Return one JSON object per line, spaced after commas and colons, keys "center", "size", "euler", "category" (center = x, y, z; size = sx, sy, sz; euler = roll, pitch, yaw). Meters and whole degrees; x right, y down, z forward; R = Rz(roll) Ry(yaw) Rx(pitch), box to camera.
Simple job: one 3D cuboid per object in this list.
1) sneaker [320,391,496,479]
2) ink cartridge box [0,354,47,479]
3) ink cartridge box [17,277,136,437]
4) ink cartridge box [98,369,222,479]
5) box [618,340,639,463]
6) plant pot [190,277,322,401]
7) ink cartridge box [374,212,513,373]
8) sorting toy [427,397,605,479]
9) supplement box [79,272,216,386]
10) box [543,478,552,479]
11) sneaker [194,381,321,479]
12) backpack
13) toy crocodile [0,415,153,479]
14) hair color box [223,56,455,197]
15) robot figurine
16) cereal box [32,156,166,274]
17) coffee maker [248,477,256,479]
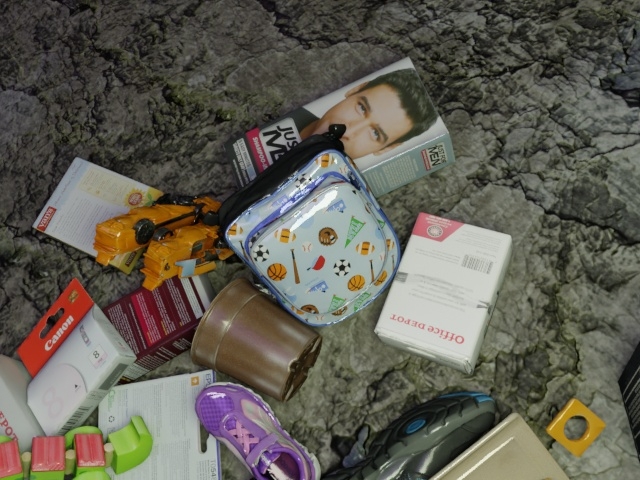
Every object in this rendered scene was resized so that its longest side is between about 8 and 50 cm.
{"center": [0.131, 0.355, 1.079], "size": [0.341, 0.125, 0.140], "euler": [-35, 92, -5], "category": "sneaker"}
{"center": [-0.622, 0.378, 1.270], "size": [0.307, 0.129, 0.223], "euler": [-43, 63, -5], "category": "ink cartridge box"}
{"center": [-0.448, 0.198, 1.266], "size": [0.232, 0.066, 0.189], "euler": [42, 95, 28], "category": "ink cartridge box"}
{"center": [-0.267, 0.344, 1.224], "size": [0.224, 0.045, 0.223], "euler": [-11, 65, 11], "category": "ink cartridge box"}
{"center": [0.503, 0.273, 0.882], "size": [0.182, 0.296, 0.294], "euler": [-10, 66, 12], "category": "box"}
{"center": [-0.096, 0.171, 1.192], "size": [0.165, 0.167, 0.167], "euler": [27, 77, 16], "category": "plant pot"}
{"center": [0.202, 0.085, 1.168], "size": [0.158, 0.092, 0.218], "euler": [17, 71, 22], "category": "ink cartridge box"}
{"center": [0.256, 0.360, 1.021], "size": [0.347, 0.047, 0.196], "euler": [-38, 99, -1], "category": "sorting toy"}
{"center": [-0.299, 0.151, 1.301], "size": [0.239, 0.073, 0.130], "euler": [-29, 61, 3], "category": "supplement box"}
{"center": [0.279, 0.381, 0.988], "size": [0.136, 0.028, 0.081], "euler": [-16, 98, -7], "category": "box"}
{"center": [-0.097, 0.310, 1.110], "size": [0.236, 0.104, 0.095], "euler": [41, 89, 3], "category": "sneaker"}
{"center": [0.000, 0.000, 1.161], "size": [0.276, 0.263, 0.213], "euler": [-35, 32, 7], "category": "backpack"}
{"center": [-0.432, 0.346, 1.120], "size": [0.340, 0.105, 0.115], "euler": [-2, 43, -25], "category": "toy crocodile"}
{"center": [0.032, -0.159, 1.312], "size": [0.374, 0.113, 0.185], "euler": [-24, 63, 5], "category": "hair color box"}
{"center": [-0.242, -0.008, 1.265], "size": [0.211, 0.291, 0.085], "euler": [26, 113, 21], "category": "robot figurine"}
{"center": [-0.437, -0.053, 1.445], "size": [0.240, 0.047, 0.173], "euler": [22, 75, 24], "category": "cereal box"}
{"center": [-0.107, 0.469, 1.071], "size": [0.178, 0.120, 0.171], "euler": [-48, 50, -8], "category": "coffee maker"}
